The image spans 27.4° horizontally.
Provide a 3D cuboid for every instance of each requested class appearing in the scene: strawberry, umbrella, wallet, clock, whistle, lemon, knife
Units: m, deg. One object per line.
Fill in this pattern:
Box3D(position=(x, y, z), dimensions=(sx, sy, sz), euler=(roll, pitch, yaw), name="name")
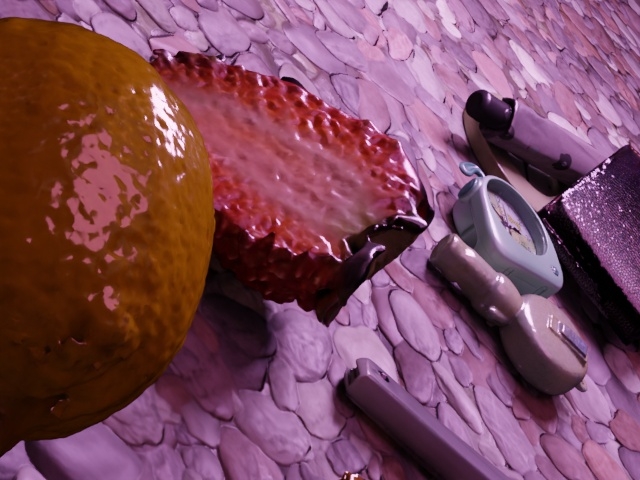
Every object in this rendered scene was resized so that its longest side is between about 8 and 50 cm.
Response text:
Box3D(position=(-0.055, -0.055, 1.234), dimensions=(0.306, 0.138, 0.233), euler=(37, 44, 11), name="strawberry")
Box3D(position=(0.321, -0.135, 1.866), dimensions=(0.337, 0.067, 0.073), euler=(23, 65, -42), name="umbrella")
Box3D(position=(0.429, -0.003, 1.818), dimensions=(0.262, 0.071, 0.221), euler=(-32, 78, -40), name="wallet")
Box3D(position=(0.229, -0.014, 1.664), dimensions=(0.148, 0.060, 0.189), euler=(28, 36, -36), name="clock")
Box3D(position=(0.232, 0.089, 1.548), dimensions=(0.258, 0.067, 0.126), euler=(43, 29, -12), name="whistle")
Box3D(position=(-0.191, -0.004, 0.853), dimensions=(0.245, 0.245, 0.320), euler=(29, 50, -36), name="lemon")
Box3D(position=(0.293, -0.111, 1.905), dimensions=(0.235, 0.029, 0.235), euler=(35, 35, -29), name="clock")
Box3D(position=(0.122, 0.205, 1.286), dimensions=(0.265, 0.040, 0.073), euler=(41, 19, -19), name="knife")

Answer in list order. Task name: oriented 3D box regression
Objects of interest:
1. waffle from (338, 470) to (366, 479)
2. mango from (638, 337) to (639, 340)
Box3D(position=(0.039, 0.272, 1.080), dimensions=(0.102, 0.042, 0.148), euler=(42, 30, -21), name="waffle")
Box3D(position=(0.482, 0.101, 1.872), dimensions=(0.163, 0.089, 0.111), euler=(38, 40, -11), name="mango")
